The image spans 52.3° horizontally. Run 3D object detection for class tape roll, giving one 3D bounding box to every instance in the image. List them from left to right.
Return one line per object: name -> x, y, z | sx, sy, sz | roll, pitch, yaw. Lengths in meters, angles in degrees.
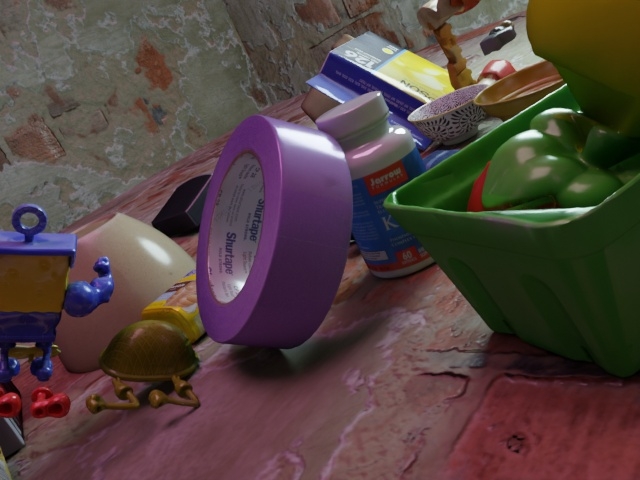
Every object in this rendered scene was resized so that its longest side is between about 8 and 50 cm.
tape roll -> -0.067, -0.009, 0.794 | 0.090, 0.274, 0.275 | 11, 1, -26

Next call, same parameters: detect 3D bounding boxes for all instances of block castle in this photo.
block castle -> 0.440, -0.436, 1.262 | 0.453, 0.303, 0.213 | -3, 35, 52

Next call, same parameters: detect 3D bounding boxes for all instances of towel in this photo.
towel -> 0.221, -0.140, 1.163 | 0.067, 0.029, 0.119 | -32, 18, -15

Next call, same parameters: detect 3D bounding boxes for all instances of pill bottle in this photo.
pill bottle -> 0.078, -0.073, 0.848 | 0.124, 0.221, 0.124 | -24, 18, 8

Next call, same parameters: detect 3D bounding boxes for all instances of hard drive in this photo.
hard drive -> -0.345, -0.093, 1.686 | 0.255, 0.054, 0.172 | -9, 45, 55

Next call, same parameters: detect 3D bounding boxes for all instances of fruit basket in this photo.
fruit basket -> 0.244, -0.125, 0.532 | 0.392, 0.392, 0.283 | -32, 19, -18

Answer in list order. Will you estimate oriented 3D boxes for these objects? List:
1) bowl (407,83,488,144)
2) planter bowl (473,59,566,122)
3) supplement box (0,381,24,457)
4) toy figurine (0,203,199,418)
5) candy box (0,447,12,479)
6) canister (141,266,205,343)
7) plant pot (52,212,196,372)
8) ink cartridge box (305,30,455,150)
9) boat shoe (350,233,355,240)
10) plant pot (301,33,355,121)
bowl -> 0.268, -0.242, 1.307 | 0.170, 0.080, 0.170 | -24, 17, 8
planter bowl -> 0.383, -0.243, 1.129 | 0.217, 0.090, 0.217 | -23, 18, 8
supplement box -> -0.503, 0.229, 0.952 | 0.073, 0.130, 0.239 | -33, 18, -19
toy figurine -> -0.314, 0.069, 0.760 | 0.363, 0.217, 0.191 | 2, 10, -18
candy box -> -0.435, 0.254, 0.755 | 0.109, 0.053, 0.186 | -31, 55, -16
canister -> -0.180, 0.084, 1.013 | 0.126, 0.073, 0.170 | -9, 26, 44
plant pot -> -0.361, 0.065, 1.124 | 0.284, 0.191, 0.284 | -24, 18, 8
ink cartridge box -> 0.168, -0.353, 1.473 | 0.307, 0.304, 0.072 | -46, -16, -52
boat shoe -> 0.067, -0.024, 1.012 | 0.133, 0.049, 0.042 | -9, 15, 32
plant pot -> 0.075, -0.401, 1.827 | 0.229, 0.263, 0.263 | -44, 16, 6
